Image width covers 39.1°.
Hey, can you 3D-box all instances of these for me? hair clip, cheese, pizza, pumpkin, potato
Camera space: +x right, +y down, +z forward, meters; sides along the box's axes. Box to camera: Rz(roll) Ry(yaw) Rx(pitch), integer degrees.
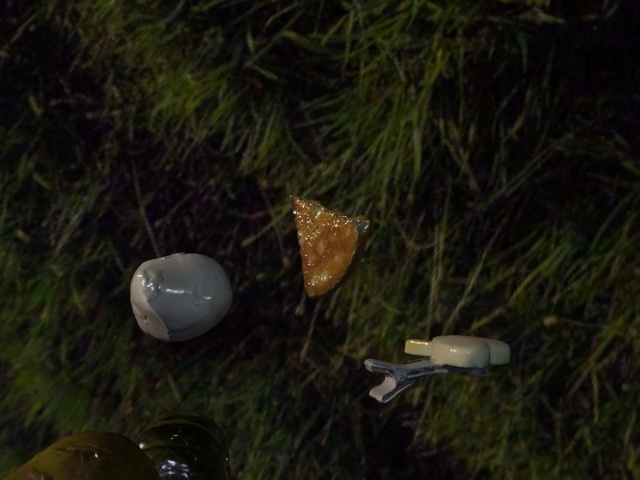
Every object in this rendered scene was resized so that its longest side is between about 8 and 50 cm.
[{"bbox_3d":[0.174,0.180,1.340,0.218,0.159,0.071,-9,97,-10],"label":"hair clip"},{"bbox_3d":[-0.262,0.109,1.730,0.154,0.189,0.198,59,158,21],"label":"cheese"},{"bbox_3d":[0.000,0.000,1.433,0.176,0.036,0.185,48,129,34],"label":"pizza"},{"bbox_3d":[-0.297,0.516,1.921,0.192,0.320,0.320,7,140,2],"label":"pumpkin"},{"bbox_3d":[-0.336,0.371,1.229,0.246,0.299,0.196,22,98,19],"label":"potato"}]
